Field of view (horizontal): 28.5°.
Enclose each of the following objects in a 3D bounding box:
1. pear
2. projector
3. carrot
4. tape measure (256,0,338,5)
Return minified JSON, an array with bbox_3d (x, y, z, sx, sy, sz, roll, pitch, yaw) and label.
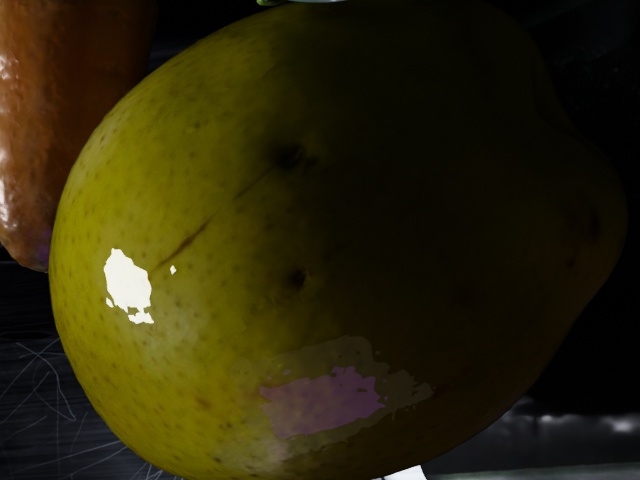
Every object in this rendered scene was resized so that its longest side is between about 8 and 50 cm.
[{"bbox_3d":[0.000,0.000,0.918,0.418,0.362,0.362,-29,159,22],"label":"pear"},{"bbox_3d":[0.253,-0.001,1.070,0.242,0.405,0.395,-2,170,-38],"label":"projector"},{"bbox_3d":[-0.217,-0.087,1.025,0.159,0.225,0.159,3,170,0],"label":"carrot"},{"bbox_3d":[0.009,-0.203,0.780,0.200,0.106,0.175,-8,-173,5],"label":"tape measure"}]
